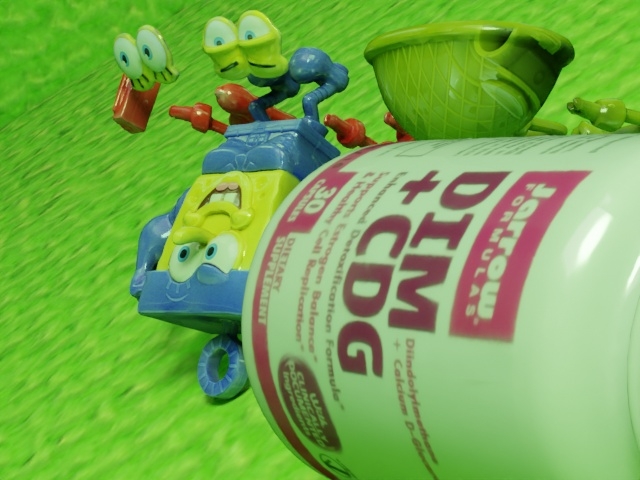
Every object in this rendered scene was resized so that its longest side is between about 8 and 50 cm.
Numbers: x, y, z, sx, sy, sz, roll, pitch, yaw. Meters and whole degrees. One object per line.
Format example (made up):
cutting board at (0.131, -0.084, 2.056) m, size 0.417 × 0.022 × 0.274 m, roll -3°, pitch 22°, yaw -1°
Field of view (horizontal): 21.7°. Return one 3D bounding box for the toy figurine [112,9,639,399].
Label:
toy figurine at (0.000, 0.000, 1.001) m, size 0.362 × 0.191 × 0.217 m, roll 1°, pitch 68°, yaw 45°

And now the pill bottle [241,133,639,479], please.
pill bottle at (0.103, 0.039, 0.645) m, size 0.160 × 0.160 × 0.283 m, roll -42°, pitch 22°, yaw -24°
